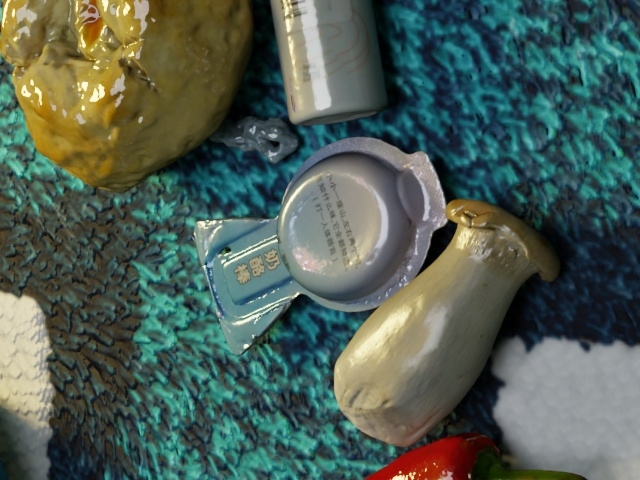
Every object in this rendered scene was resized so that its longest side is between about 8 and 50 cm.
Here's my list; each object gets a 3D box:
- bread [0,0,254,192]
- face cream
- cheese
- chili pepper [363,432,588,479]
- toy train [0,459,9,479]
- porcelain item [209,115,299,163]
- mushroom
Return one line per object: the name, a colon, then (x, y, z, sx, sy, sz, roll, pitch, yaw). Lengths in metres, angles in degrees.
bread: (-0.170, -0.157, 1.544, 0.244, 0.134, 0.245, -5, 83, 40)
face cream: (-0.007, -0.227, 1.464, 0.082, 0.082, 0.269, -12, 87, 35)
cheese: (0.000, 0.000, 1.494, 0.244, 0.052, 0.135, -25, 76, 35)
chili pepper: (0.058, 0.254, 1.462, 0.137, 0.092, 0.368, 40, 123, 6)
toy train: (-0.444, 0.245, 1.676, 0.300, 0.265, 0.188, -25, 75, 7)
porcelain item: (-0.053, -0.087, 1.541, 0.083, 0.028, 0.036, 15, 118, 32)
mushroom: (0.090, 0.063, 1.413, 0.097, 0.088, 0.212, 47, 116, 38)
